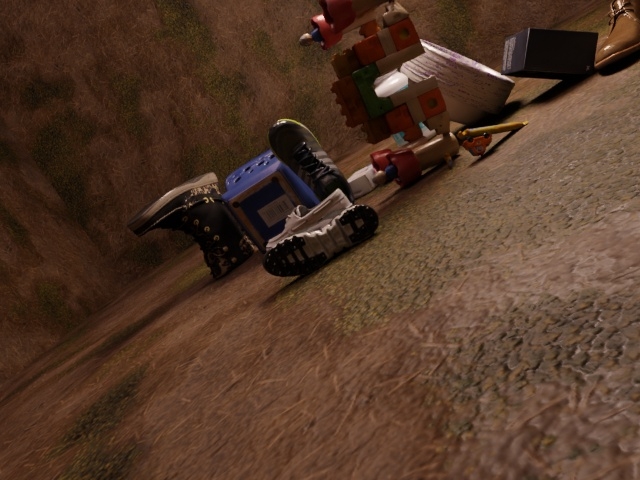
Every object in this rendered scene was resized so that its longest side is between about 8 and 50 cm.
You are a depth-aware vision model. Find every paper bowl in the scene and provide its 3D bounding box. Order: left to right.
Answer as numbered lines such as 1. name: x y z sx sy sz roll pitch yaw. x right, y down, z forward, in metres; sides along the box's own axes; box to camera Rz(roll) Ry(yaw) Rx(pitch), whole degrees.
1. paper bowl: 0.343 -0.403 1.425 0.284 0.284 0.148 -57 -9 -66

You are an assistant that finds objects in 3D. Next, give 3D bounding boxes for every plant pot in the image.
1. plant pot: -0.122 -0.113 1.510 0.236 0.236 0.212 -30 17 13

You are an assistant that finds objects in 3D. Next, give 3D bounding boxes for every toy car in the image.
1. toy car: 0.302 -0.176 1.108 0.060 0.040 0.122 -11 -9 -14

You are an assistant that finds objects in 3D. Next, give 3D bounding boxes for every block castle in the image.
1. block castle: 0.124 -0.353 1.300 0.213 0.453 0.303 -25 11 -1

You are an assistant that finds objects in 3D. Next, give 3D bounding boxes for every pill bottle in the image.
1. pill bottle: 0.259 -0.428 1.742 0.146 0.264 0.146 -31 10 6

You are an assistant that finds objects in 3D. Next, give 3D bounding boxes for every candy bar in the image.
1. candy bar: 0.347 -0.223 1.103 0.162 0.018 0.040 -12 3 -22

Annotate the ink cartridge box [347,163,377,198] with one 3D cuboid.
1. ink cartridge box: 0.120 -0.165 1.512 0.089 0.052 0.122 -25 14 34

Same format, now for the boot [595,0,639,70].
1. boot: 0.641 -0.453 1.169 0.112 0.115 0.305 -18 19 48

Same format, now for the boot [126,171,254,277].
1. boot: -0.350 -0.021 1.568 0.138 0.284 0.377 -26 11 26

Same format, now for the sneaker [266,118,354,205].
1. sneaker: -0.010 -0.181 1.348 0.111 0.300 0.121 -47 27 2

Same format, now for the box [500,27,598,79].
1. box: 0.519 -0.424 1.254 0.156 0.093 0.158 3 13 -1

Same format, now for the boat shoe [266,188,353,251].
1. boat shoe: -0.037 -0.045 1.324 0.258 0.084 0.095 -27 12 23

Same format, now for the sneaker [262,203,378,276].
1. sneaker: 0.000 0.000 1.046 0.234 0.078 0.106 -27 8 5

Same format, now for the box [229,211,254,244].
1. box: -0.179 -0.096 1.768 0.233 0.159 0.044 -26 12 32
